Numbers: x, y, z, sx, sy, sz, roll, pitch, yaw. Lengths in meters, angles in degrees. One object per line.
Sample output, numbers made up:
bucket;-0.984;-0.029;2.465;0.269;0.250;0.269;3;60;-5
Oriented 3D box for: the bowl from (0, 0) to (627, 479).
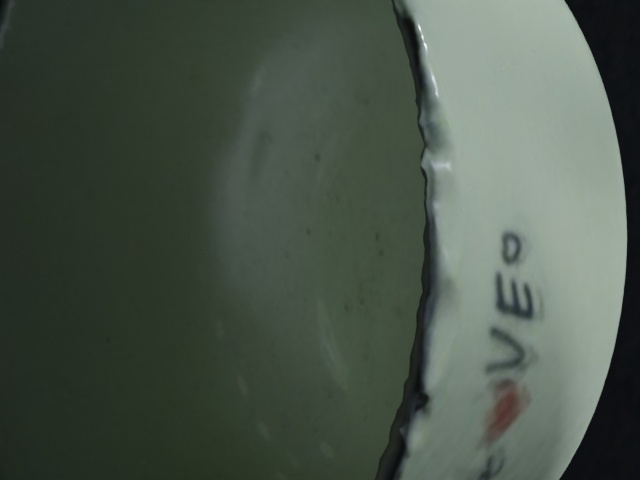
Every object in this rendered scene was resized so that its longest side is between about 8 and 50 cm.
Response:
bowl;0.000;0.000;0.500;0.211;0.112;0.211;0;-90;50
